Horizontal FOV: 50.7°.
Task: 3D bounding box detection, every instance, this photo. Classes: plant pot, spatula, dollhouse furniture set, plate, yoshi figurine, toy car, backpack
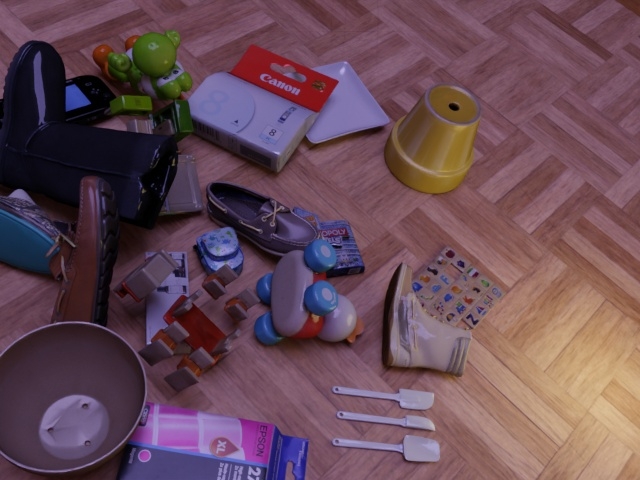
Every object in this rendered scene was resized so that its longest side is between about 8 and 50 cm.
[{"bbox_3d":[0.333,-0.300,1.903,0.254,0.239,0.254,7,55,-10],"label":"plant pot"},{"bbox_3d":[0.143,0.401,1.498,0.242,0.019,0.168,8,55,-9],"label":"spatula"},{"bbox_3d":[-0.298,0.152,1.432,0.259,0.135,0.262,48,41,-12],"label":"dollhouse furniture set"},{"bbox_3d":[-0.427,-0.195,1.698,0.198,0.151,0.301,-7,86,-42],"label":"dollhouse furniture set"},{"bbox_3d":[-0.477,0.323,1.286,0.284,0.191,0.284,7,55,-10],"label":"plant pot"},{"bbox_3d":[0.025,-0.407,2.017,0.277,0.045,0.278,-19,62,-25],"label":"plate"},{"bbox_3d":[-0.462,-0.483,1.779,0.203,0.203,0.362,20,7,-46],"label":"yoshi figurine"},{"bbox_3d":[0.005,0.149,1.563,0.238,0.219,0.210,26,46,-33],"label":"toy car"},{"bbox_3d":[-0.238,0.031,1.619,0.105,0.084,0.114,-17,64,-22],"label":"backpack"}]

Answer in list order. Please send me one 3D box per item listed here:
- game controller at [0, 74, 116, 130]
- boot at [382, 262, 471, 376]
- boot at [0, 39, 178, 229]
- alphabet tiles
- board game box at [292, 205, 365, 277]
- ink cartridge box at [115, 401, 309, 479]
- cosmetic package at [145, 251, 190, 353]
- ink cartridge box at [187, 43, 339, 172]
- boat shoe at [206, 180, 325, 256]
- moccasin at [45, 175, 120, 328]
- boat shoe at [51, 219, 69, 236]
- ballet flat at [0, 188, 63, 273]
[{"bbox_3d":[-0.705,-0.350,1.776,0.319,0.067,0.166,-27,66,-29],"label":"game controller"},{"bbox_3d":[0.259,0.190,1.624,0.204,0.095,0.262,11,60,-5],"label":"boot"},{"bbox_3d":[-0.523,-0.248,1.533,0.445,0.367,0.146,15,5,26],"label":"boot"},{"bbox_3d":[0.339,0.139,1.739,0.198,0.009,0.237,41,56,15],"label":"alphabet tiles"},{"bbox_3d":[0.000,0.000,1.716,0.194,0.060,0.194,-7,59,-19],"label":"board game box"},{"bbox_3d":[-0.206,0.444,1.354,0.371,0.069,0.175,13,54,-8],"label":"ink cartridge box"},{"bbox_3d":[-0.348,0.138,1.530,0.099,0.060,0.239,-1,56,-14],"label":"cosmetic package"},{"bbox_3d":[-0.160,-0.406,1.900,0.308,0.091,0.385,25,62,10],"label":"ink cartridge box"},{"bbox_3d":[-0.141,-0.056,1.652,0.324,0.096,0.116,24,60,20],"label":"boat shoe"},{"bbox_3d":[-0.502,0.051,1.394,0.147,0.380,0.139,12,19,-3],"label":"moccasin"},{"bbox_3d":[-0.568,-0.016,1.586,0.152,0.049,0.056,22,54,1],"label":"boat shoe"},{"bbox_3d":[-0.769,-0.060,1.516,0.483,0.164,0.182,12,35,-4],"label":"ballet flat"}]
